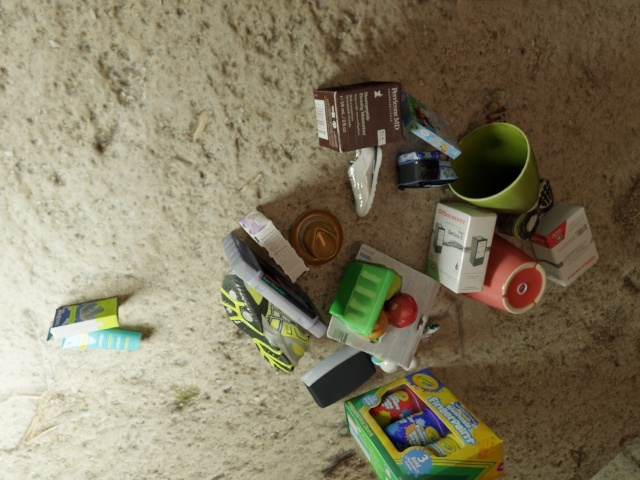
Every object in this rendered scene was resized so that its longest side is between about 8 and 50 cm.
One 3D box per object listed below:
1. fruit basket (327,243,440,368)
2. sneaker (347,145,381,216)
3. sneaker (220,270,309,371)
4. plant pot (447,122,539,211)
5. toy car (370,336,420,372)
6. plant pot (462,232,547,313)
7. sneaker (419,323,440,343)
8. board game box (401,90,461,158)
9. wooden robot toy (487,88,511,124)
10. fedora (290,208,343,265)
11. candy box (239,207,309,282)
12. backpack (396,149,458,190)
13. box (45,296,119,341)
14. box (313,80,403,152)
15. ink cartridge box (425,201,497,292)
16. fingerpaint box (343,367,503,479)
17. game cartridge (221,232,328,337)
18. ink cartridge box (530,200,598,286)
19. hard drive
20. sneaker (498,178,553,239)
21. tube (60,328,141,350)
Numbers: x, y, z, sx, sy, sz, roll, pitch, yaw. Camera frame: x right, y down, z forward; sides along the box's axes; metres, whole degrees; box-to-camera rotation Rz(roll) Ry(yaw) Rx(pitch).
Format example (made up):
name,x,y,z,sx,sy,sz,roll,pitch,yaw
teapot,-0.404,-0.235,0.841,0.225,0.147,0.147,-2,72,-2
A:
name,x,y,z,sx,sy,sz,roll,pitch,yaw
fruit basket,0.216,0.225,1.591,0.353,0.165,0.326,27,80,-28
sneaker,0.127,-0.191,1.484,0.095,0.090,0.234,5,102,-10
sneaker,-0.174,0.237,1.490,0.147,0.145,0.384,-49,120,-36
plant pot,0.619,-0.202,1.593,0.294,0.275,0.274,28,96,-42
toy car,0.261,0.408,1.716,0.182,0.159,0.136,1,144,-23
plant pot,0.654,0.128,1.710,0.275,0.243,0.274,-7,110,-19
sneaker,0.418,0.366,1.812,0.098,0.038,0.069,-21,116,-4
board game box,0.337,-0.358,1.466,0.212,0.160,0.039,25,131,-28
wooden robot toy,0.621,-0.437,1.617,0.079,0.076,0.173,-45,125,-43
fedora,0.000,0.000,1.490,0.195,0.079,0.194,-7,109,-20
candy box,-0.137,0.012,1.389,0.070,0.165,0.196,-41,117,-7
backpack,0.348,-0.225,1.511,0.174,0.158,0.116,-6,94,-18
box,-0.645,0.212,1.280,0.178,0.109,0.042,-10,115,-19
box,0.107,-0.361,1.360,0.203,0.167,0.168,-15,112,-17
ink cartridge box,0.478,0.017,1.624,0.115,0.198,0.272,-1,108,-21
fingerpaint box,0.343,0.683,1.657,0.371,0.445,0.163,-16,112,-16
game cartridge,-0.132,0.131,1.396,0.068,0.230,0.355,-48,119,-2
ink cartridge box,0.962,0.015,1.869,0.197,0.114,0.272,-37,116,-8
hard drive,0.073,0.486,1.699,0.255,0.054,0.171,-32,116,-10
sneaker,0.761,-0.125,1.747,0.300,0.121,0.111,-45,121,-24
tube,-0.626,0.280,1.351,0.207,0.052,0.080,9,93,-19
